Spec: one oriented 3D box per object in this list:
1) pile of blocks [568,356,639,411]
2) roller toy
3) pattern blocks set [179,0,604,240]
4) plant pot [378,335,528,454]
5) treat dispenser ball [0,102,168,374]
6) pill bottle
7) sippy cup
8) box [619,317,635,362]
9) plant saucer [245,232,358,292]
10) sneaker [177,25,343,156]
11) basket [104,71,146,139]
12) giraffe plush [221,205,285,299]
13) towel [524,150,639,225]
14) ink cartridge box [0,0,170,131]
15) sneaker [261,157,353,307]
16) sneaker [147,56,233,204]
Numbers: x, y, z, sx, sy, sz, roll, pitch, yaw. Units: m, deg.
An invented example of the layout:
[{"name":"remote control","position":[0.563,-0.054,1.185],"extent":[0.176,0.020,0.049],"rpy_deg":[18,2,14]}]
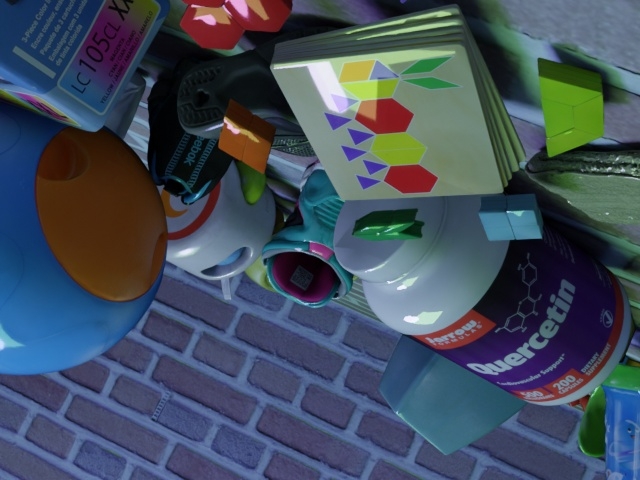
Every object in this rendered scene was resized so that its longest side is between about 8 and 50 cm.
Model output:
[{"name":"pile of blocks","position":[0.440,0.233,1.562],"extent":[0.362,0.112,0.149],"rpy_deg":[17,168,44]},{"name":"roller toy","position":[-0.175,-0.042,1.368],"extent":[0.209,0.191,0.146],"rpy_deg":[19,170,37]},{"name":"pattern blocks set","position":[0.055,-0.091,0.628],"extent":[0.286,0.026,0.325],"rpy_deg":[3,150,14]},{"name":"plant pot","position":[0.206,0.171,1.232],"extent":[0.166,0.234,0.165],"rpy_deg":[41,-179,-14]},{"name":"treat dispenser ball","position":[-0.307,-0.002,0.918],"extent":[0.288,0.288,0.288],"rpy_deg":[25,172,4]},{"name":"pill bottle","position":[0.171,0.044,0.921],"extent":[0.323,0.181,0.181],"rpy_deg":[30,171,-33]},{"name":"sippy cup","position":[0.504,0.301,1.233],"extent":[0.240,0.224,0.305],"rpy_deg":[9,174,10]},{"name":"box","position":[0.362,0.102,1.161],"extent":[0.087,0.058,0.232],"rpy_deg":[20,171,30]},{"name":"plant saucer","position":[-0.010,0.040,1.457],"extent":[0.241,0.037,0.241],"rpy_deg":[-9,155,-4]},{"name":"sneaker","position":[-0.004,-0.125,0.755],"extent":[0.228,0.087,0.130],"rpy_deg":[-4,177,40]},{"name":"basket","position":[-0.456,-0.135,1.156],"extent":[0.331,0.328,0.266],"rpy_deg":[27,174,-16]},{"name":"giraffe plush","position":[-0.114,-0.009,1.585],"extent":[0.181,0.210,0.170],"rpy_deg":[15,-164,36]},{"name":"towel","position":[0.247,-0.042,0.703],"extent":[0.110,0.027,0.148],"rpy_deg":[28,170,-26]},{"name":"ink cartridge box","position":[-0.359,-0.261,0.703],"extent":[0.270,0.151,0.395],"rpy_deg":[19,168,35]},{"name":"sneaker","position":[0.000,0.000,1.158],"extent":[0.124,0.178,0.295],"rpy_deg":[25,172,1]},{"name":"sneaker","position":[-0.168,-0.118,1.050],"extent":[0.125,0.139,0.341],"rpy_deg":[24,174,-9]}]
